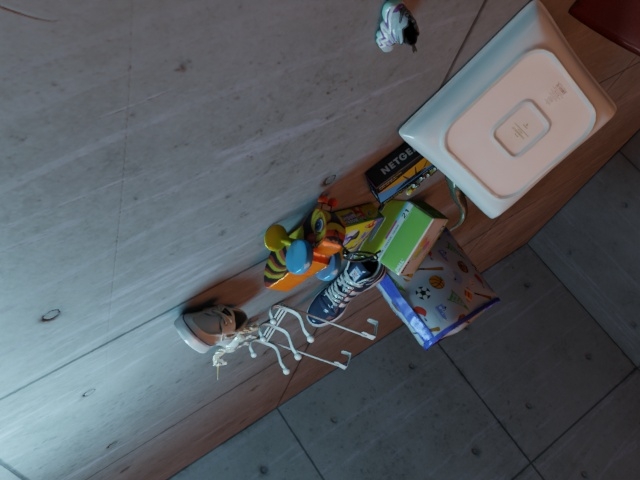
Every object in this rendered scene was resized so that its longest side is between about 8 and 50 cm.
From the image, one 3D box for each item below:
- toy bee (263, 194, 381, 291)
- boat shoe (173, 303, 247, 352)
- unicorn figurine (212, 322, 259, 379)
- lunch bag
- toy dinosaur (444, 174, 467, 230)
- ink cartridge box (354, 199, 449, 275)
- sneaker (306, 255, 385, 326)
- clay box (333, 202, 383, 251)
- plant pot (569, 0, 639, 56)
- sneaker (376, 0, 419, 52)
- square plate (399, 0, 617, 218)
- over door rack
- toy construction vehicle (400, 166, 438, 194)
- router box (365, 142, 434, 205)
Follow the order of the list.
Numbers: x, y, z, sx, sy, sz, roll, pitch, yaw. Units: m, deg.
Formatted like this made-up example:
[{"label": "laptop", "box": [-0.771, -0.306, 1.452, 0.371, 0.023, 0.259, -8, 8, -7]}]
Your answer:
[{"label": "toy bee", "box": [0.000, 0.000, 1.238, 0.298, 0.162, 0.195, -11, 157, 27]}, {"label": "boat shoe", "box": [-0.227, 0.183, 1.331, 0.088, 0.096, 0.267, -43, 163, 4]}, {"label": "unicorn figurine", "box": [-0.231, 0.279, 1.634, 0.111, 0.060, 0.162, -15, 136, -48]}, {"label": "lunch bag", "box": [0.343, 0.163, 1.972, 0.385, 0.328, 0.239, -15, 154, -53]}, {"label": "toy dinosaur", "box": [0.320, -0.181, 1.352, 0.314, 0.121, 0.160, -63, 158, 7]}, {"label": "ink cartridge box", "box": [0.219, -0.005, 1.622, 0.255, 0.097, 0.189, -3, 127, -61]}, {"label": "sneaker", "box": [0.070, 0.134, 1.751, 0.282, 0.099, 0.153, -38, 163, -8]}, {"label": "clay box", "box": [0.035, -0.013, 1.396, 0.222, 0.053, 0.127, -18, 154, -47]}, {"label": "plant pot", "box": [0.716, -0.478, 1.222, 0.267, 0.236, 0.267, -14, 152, -49]}, {"label": "sneaker", "box": [0.112, -0.281, 0.848, 0.038, 0.069, 0.098, -33, 162, -9]}, {"label": "square plate", "box": [0.389, -0.232, 1.216, 0.347, 0.049, 0.344, 34, 112, -33]}, {"label": "over door rack", "box": [-0.021, 0.298, 1.745, 0.324, 0.108, 0.239, 12, 142, -16]}, {"label": "toy construction vehicle", "box": [0.231, -0.149, 1.468, 0.098, 0.035, 0.086, -45, 172, 30]}, {"label": "router box", "box": [0.186, -0.160, 1.323, 0.179, 0.046, 0.133, -37, 162, 1]}]
